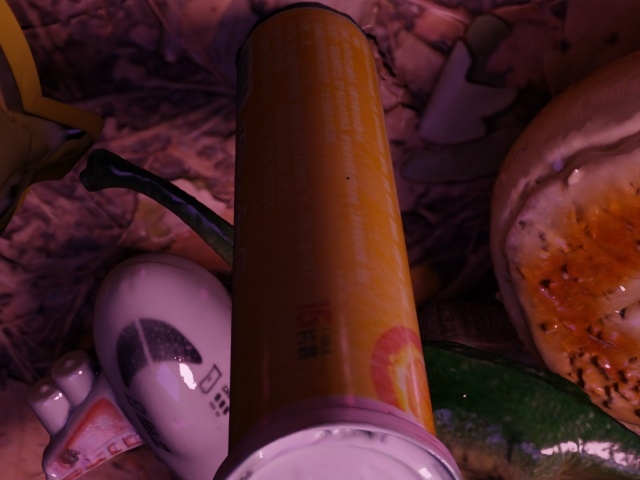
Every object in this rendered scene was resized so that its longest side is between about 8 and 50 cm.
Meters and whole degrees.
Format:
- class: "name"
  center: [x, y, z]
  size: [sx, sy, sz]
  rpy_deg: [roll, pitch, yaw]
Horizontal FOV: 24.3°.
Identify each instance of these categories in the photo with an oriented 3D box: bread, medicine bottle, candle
- class: "bread"
  center: [0.258, -0.001, 0.922]
  size: [0.305, 0.159, 0.305]
  rpy_deg: [14, 128, 18]
- class: "medicine bottle"
  center: [0.000, 0.000, 0.780]
  size: [0.108, 0.426, 0.108]
  rpy_deg: [-1, 123, -2]
- class: "candle"
  center: [0.125, 0.115, 1.068]
  size: [0.192, 0.068, 0.168]
  rpy_deg: [-30, 118, 12]

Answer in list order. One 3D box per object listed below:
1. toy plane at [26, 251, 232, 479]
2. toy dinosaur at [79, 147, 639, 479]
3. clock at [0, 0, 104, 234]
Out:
- class: "toy plane"
  center: [-0.079, 0.117, 1.035]
  size: [0.252, 0.118, 0.252]
  rpy_deg: [-1, 119, -2]
- class: "toy dinosaur"
  center: [0.090, 0.067, 0.901]
  size: [0.447, 0.087, 0.301]
  rpy_deg: [0, 123, 18]
- class: "clock"
  center: [-0.300, -0.094, 0.919]
  size: [0.277, 0.071, 0.293]
  rpy_deg: [-35, 110, 29]
